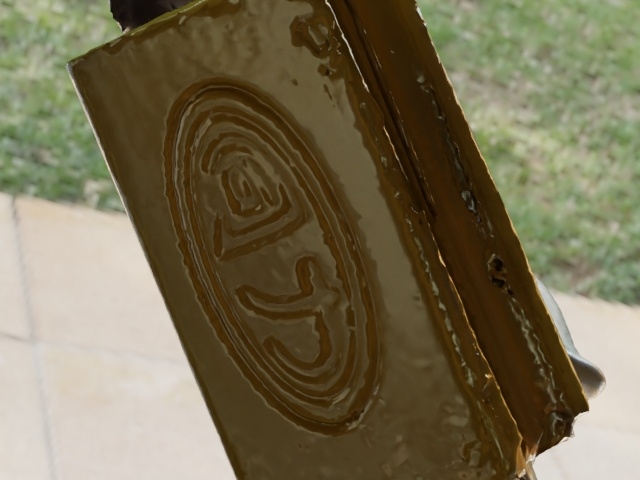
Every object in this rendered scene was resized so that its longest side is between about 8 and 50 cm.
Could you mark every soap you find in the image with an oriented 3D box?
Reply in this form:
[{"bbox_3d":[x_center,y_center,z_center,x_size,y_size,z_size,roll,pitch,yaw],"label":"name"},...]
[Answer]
[{"bbox_3d":[0.000,-0.001,1.017,0.096,0.204,0.324,-29,98,-57],"label":"soap"}]

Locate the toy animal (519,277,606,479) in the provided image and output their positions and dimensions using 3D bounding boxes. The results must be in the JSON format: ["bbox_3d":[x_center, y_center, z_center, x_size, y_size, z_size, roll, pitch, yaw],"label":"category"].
[{"bbox_3d":[0.081,0.119,1.354,0.249,0.174,0.289,-13,20,-3],"label":"toy animal"}]

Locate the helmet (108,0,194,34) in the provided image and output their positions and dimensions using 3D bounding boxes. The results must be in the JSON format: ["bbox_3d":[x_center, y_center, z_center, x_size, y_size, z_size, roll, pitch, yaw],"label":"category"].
[{"bbox_3d":[-0.018,-0.259,1.213,0.177,0.305,0.225,11,4,29],"label":"helmet"}]
